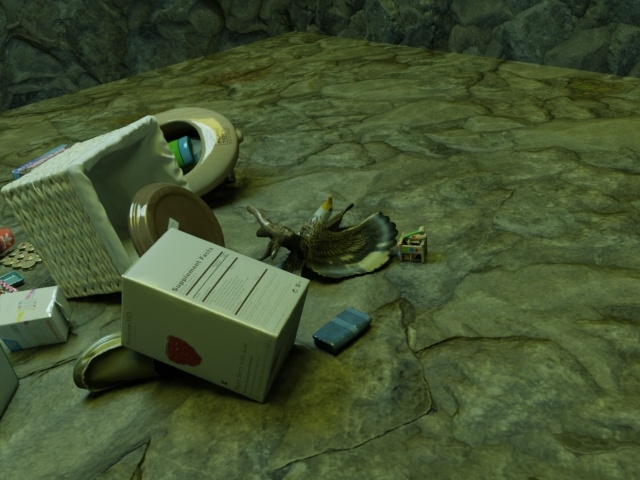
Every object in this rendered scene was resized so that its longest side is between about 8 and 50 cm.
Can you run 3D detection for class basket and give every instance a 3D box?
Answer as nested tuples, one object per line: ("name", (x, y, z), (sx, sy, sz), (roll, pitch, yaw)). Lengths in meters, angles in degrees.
("basket", (-0.507, -0.075, 1.479), (0.266, 0.332, 0.328), (-12, 25, 25))

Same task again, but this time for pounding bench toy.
("pounding bench toy", (0.214, 0.003, 1.431), (0.065, 0.083, 0.052), (4, 32, 18))

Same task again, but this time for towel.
("towel", (0.045, 0.180, 1.220), (0.067, 0.029, 0.119), (21, 39, 40))

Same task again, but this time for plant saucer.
("plant saucer", (-0.844, 0.134, 1.525), (0.067, 0.018, 0.192), (21, 42, 41))
("plant saucer", (-0.320, -0.014, 1.415), (0.041, 0.278, 0.278), (-26, 19, 31))

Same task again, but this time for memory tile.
("memory tile", (-0.813, 0.042, 1.682), (0.147, 0.012, 0.113), (9, 34, 26))

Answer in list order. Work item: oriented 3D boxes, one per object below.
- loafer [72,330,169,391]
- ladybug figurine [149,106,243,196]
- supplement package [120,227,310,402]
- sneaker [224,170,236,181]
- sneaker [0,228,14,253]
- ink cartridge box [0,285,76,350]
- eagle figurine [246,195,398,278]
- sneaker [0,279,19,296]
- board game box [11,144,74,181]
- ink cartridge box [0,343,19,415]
("loafer", (-0.348, 0.220, 1.178), (0.251, 0.095, 0.087), (-24, 29, -26))
("ladybug figurine", (-0.439, -0.237, 1.854), (0.448, 0.162, 0.305), (-14, 73, 7))
("supplement package", (-0.195, 0.134, 1.128), (0.292, 0.178, 0.175), (20, 36, 8))
("sneaker", (-0.316, -0.232, 2.003), (0.058, 0.052, 0.135), (-16, 30, -5))
("sneaker", (-1.013, -0.017, 1.736), (0.349, 0.131, 0.148), (17, 30, 27))
("ink cartridge box", (-0.610, 0.167, 1.318), (0.143, 0.092, 0.090), (-9, 46, -3))
("eagle figurine", (0.006, -0.007, 1.442), (0.298, 0.225, 0.227), (5, 60, -40))
("sneaker", (-0.787, 0.127, 1.486), (0.119, 0.047, 0.057), (25, 57, 21))
("board game box", (-0.779, -0.199, 1.963), (0.290, 0.141, 0.232), (6, 32, 22))
("ink cartridge box", (-0.751, 0.242, 1.122), (0.288, 0.211, 0.122), (-8, 31, 1))
